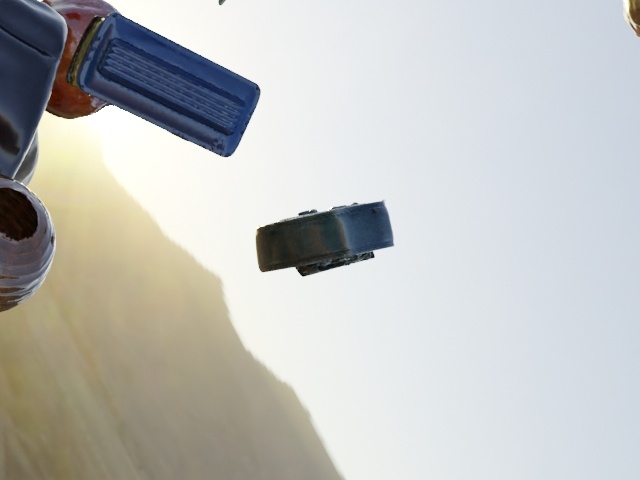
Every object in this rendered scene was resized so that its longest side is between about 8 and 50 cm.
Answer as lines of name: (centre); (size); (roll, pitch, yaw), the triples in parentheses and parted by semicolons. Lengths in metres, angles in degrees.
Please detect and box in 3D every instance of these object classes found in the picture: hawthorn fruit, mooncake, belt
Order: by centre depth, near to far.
mooncake: (-0.393, -0.148, 1.202); (0.141, 0.283, 0.283); (27, 7, -27)
belt: (0.000, 0.000, 1.966); (0.206, 0.267, 0.116); (-10, 88, -62)
hawthorn fruit: (-0.442, -0.360, 2.139); (0.242, 0.272, 0.242); (33, -50, 53)

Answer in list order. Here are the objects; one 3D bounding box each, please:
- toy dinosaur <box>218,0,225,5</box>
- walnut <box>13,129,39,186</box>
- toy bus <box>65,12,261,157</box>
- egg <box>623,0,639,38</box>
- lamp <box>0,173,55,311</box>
toy dinosaur: (-0.005, -0.443, 1.531); (0.205, 0.393, 0.092); (49, -37, -14)
walnut: (-0.522, -0.135, 1.545); (0.225, 0.261, 0.225); (38, -38, 37)
toy bus: (-0.266, -0.260, 1.845); (0.288, 0.138, 0.175); (24, 1, -23)
egg: (0.520, -0.340, 1.528); (0.195, 0.195, 0.233); (62, 24, 3)
lamp: (-0.311, 0.003, 1.003); (0.136, 0.136, 0.136); (59, -11, 19)
